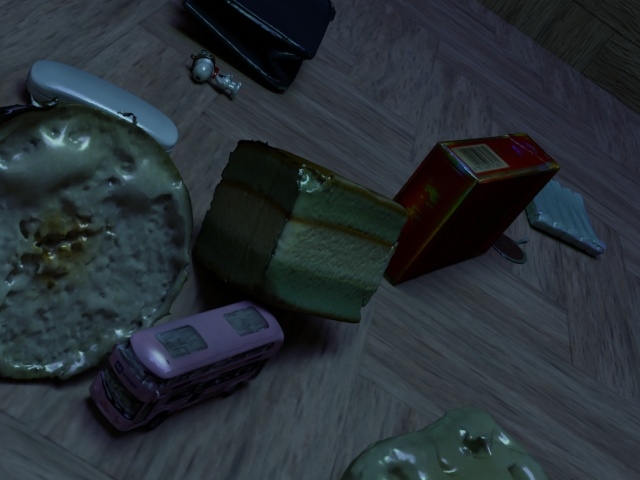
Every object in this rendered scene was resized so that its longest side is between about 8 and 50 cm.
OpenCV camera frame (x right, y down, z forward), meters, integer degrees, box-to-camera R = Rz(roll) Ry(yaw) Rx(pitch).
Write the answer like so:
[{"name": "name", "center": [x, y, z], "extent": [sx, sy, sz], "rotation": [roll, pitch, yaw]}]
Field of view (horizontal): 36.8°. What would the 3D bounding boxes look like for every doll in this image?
[{"name": "doll", "center": [-0.160, -0.255, 1.471], "extent": [0.085, 0.040, 0.058], "rotation": [18, 45, -24]}]

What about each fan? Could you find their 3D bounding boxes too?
[{"name": "fan", "center": [0.331, 0.006, 1.659], "extent": [0.085, 0.005, 0.133], "rotation": [47, 30, 21]}]

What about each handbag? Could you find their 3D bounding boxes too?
[{"name": "handbag", "center": [-0.121, -0.411, 1.677], "extent": [0.269, 0.118, 0.326], "rotation": [38, 26, -12]}]

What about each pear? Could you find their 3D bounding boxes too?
[{"name": "pear", "center": [-0.264, -0.012, 0.850], "extent": [0.266, 0.267, 0.178], "rotation": [8, 8, -42]}]

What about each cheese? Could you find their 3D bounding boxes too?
[{"name": "cheese", "center": [0.128, 0.252, 0.956], "extent": [0.159, 0.093, 0.263], "rotation": [47, 30, 23]}]

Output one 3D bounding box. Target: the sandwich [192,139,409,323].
[{"name": "sandwich", "center": [0.000, 0.001, 1.050], "extent": [0.198, 0.155, 0.227], "rotation": [21, 4, -26]}]

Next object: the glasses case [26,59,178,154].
[{"name": "glasses case", "center": [-0.268, -0.163, 1.192], "extent": [0.197, 0.049, 0.076], "rotation": [25, 29, -21]}]

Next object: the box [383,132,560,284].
[{"name": "box", "center": [0.210, -0.055, 1.408], "extent": [0.089, 0.197, 0.313], "rotation": [47, 29, 19]}]

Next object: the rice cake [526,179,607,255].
[{"name": "rice cake", "center": [0.465, -0.058, 1.875], "extent": [0.189, 0.037, 0.198], "rotation": [23, 31, -23]}]

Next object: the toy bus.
[{"name": "toy bus", "center": [-0.117, 0.111, 0.896], "extent": [0.063, 0.090, 0.203], "rotation": [47, 30, 19]}]
